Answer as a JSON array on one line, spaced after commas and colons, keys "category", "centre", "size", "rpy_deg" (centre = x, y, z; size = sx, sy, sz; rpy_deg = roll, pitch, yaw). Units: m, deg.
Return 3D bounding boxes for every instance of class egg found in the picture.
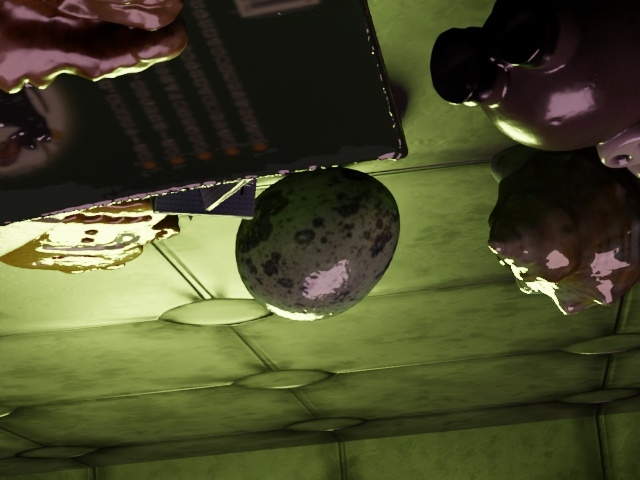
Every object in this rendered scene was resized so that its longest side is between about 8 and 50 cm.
[{"category": "egg", "centre": [0.000, 0.000, 1.480], "size": [0.132, 0.132, 0.172], "rpy_deg": [10, 148, -44]}]

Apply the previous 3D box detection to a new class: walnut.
[{"category": "walnut", "centre": [-0.156, -0.151, 0.929], "size": [0.170, 0.069, 0.143], "rpy_deg": [5, 136, -11]}]

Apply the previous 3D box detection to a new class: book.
[{"category": "book", "centre": [-0.145, -0.108, 1.078], "size": [0.370, 0.043, 0.260], "rpy_deg": [-8, 146, 9]}]

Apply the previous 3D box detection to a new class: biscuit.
[{"category": "biscuit", "centre": [-0.230, -0.006, 1.569], "size": [0.184, 0.035, 0.249], "rpy_deg": [1, 165, -20]}]

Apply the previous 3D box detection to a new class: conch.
[{"category": "conch", "centre": [0.255, -0.055, 1.348], "size": [0.203, 0.170, 0.386], "rpy_deg": [11, -145, 41]}]

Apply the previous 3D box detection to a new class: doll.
[{"category": "doll", "centre": [0.201, -0.117, 1.134], "size": [0.257, 0.117, 0.182], "rpy_deg": [11, 153, -40]}]

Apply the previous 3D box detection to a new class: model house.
[{"category": "model house", "centre": [-0.075, -0.067, 1.283], "size": [0.117, 0.088, 0.167], "rpy_deg": [4, 163, -28]}]

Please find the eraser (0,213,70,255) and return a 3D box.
[{"category": "eraser", "centre": [-0.326, -0.025, 1.382], "size": [0.144, 0.078, 0.343], "rpy_deg": [5, 162, -38]}]
